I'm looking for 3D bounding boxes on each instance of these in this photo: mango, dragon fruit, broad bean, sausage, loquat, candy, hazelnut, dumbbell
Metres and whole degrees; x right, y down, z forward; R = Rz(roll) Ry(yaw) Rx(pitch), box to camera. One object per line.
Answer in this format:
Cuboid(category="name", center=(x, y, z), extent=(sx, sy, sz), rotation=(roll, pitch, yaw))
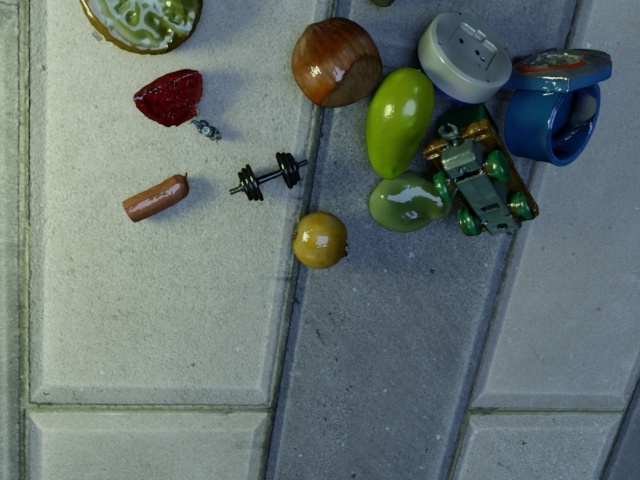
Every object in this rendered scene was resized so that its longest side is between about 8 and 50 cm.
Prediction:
Cuboid(category="mango", center=(0.183, -0.290, 1.165), extent=(0.148, 0.186, 0.273), rotation=(6, 143, -7))
Cuboid(category="dragon fruit", center=(-0.343, -0.325, 1.099), extent=(0.162, 0.083, 0.106), rotation=(-32, 133, -14))
Cuboid(category="broad bean", center=(0.245, -0.109, 1.287), extent=(0.227, 0.100, 0.170), rotation=(-24, 105, -3))
Cuboid(category="sausage", center=(-0.391, -0.107, 1.160), extent=(0.169, 0.065, 0.065), rotation=(-27, 111, -5))
Cuboid(category="loquat", center=(0.000, 0.000, 1.241), extent=(0.163, 0.137, 0.163), rotation=(-1, 92, -20))
Cuboid(category="candy", center=(-0.376, -0.525, 1.005), extent=(0.259, 0.118, 0.260), rotation=(-4, 110, -11))
Cuboid(category="hazelnut", center=(0.035, -0.411, 1.108), extent=(0.214, 0.176, 0.215), rotation=(6, 75, -22))
Cuboid(category="dumbbell", center=(-0.127, -0.158, 1.182), extent=(0.208, 0.099, 0.099), rotation=(-23, 110, -6))

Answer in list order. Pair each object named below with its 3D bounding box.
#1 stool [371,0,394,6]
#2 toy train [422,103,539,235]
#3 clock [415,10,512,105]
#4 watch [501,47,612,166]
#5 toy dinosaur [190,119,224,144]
Cuboid(category="stool", center=(0.154, -0.613, 1.112), extent=(0.096, 0.096, 0.110), rotation=(38, 90, -20))
Cuboid(category="toy train", center=(0.419, -0.178, 1.238), extent=(0.178, 0.249, 0.429), rotation=(-19, 134, 34))
Cuboid(category="clock", center=(0.348, -0.442, 1.151), extent=(0.230, 0.083, 0.231), rotation=(10, 63, -20))
Cuboid(category="watch", center=(0.624, -0.354, 1.254), extent=(0.305, 0.241, 0.275), rotation=(-25, 123, -25))
Cuboid(category="toy dinosaur", center=(-0.272, -0.264, 1.144), extent=(0.083, 0.047, 0.031), rotation=(33, 99, -21))
